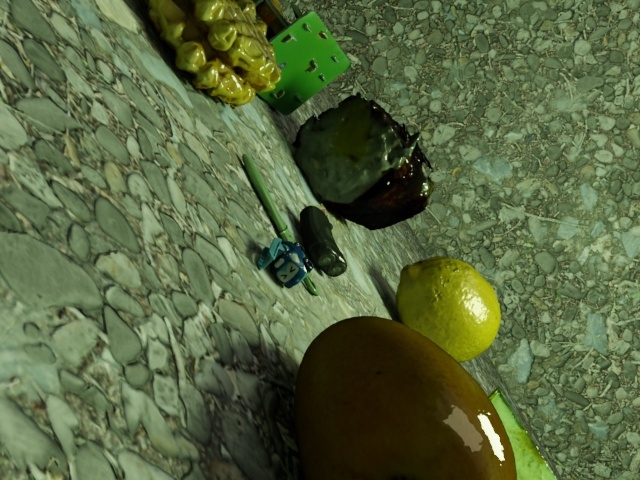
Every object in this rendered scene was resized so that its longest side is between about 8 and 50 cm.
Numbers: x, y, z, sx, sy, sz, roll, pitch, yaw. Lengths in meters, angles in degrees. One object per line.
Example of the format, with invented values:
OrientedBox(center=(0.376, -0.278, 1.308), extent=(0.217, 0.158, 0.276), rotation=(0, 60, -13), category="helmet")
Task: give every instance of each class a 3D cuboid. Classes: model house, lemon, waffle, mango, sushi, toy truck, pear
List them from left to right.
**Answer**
OrientedBox(center=(-0.196, -0.388, 1.359), extent=(0.261, 0.151, 0.324), rotation=(66, 16, 10), category="waffle")
OrientedBox(center=(-0.121, -0.533, 1.834), extent=(0.313, 0.242, 0.358), rotation=(60, 13, 18), category="model house")
OrientedBox(center=(-0.062, 0.031, 1.108), extent=(0.090, 0.056, 0.073), rotation=(20, 33, -50), category="toy truck")
OrientedBox(center=(0.120, -0.188, 1.844), extent=(0.299, 0.281, 0.294), rotation=(49, 6, 27), category="sushi")
OrientedBox(center=(0.085, 0.217, 0.855), extent=(0.264, 0.221, 0.378), rotation=(50, 3, -16), category="mango")
OrientedBox(center=(0.321, 0.171, 1.850), extent=(0.320, 0.245, 0.245), rotation=(45, 15, -15), category="lemon")
OrientedBox(center=(0.441, 0.530, 1.742), extent=(0.288, 0.139, 0.239), rotation=(60, -4, 27), category="pear")

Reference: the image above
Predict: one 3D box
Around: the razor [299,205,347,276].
OrientedBox(center=(0.000, 0.000, 1.415), extent=(0.090, 0.054, 0.148), rotation=(48, 15, -43), category="razor")

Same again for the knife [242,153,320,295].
OrientedBox(center=(-0.072, -0.030, 1.288), extent=(0.293, 0.020, 0.043), rotation=(63, 11, 15), category="knife")

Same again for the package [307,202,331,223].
OrientedBox(center=(-0.001, -0.058, 1.623), extent=(0.083, 0.029, 0.059), rotation=(-3, 70, -65), category="package")
